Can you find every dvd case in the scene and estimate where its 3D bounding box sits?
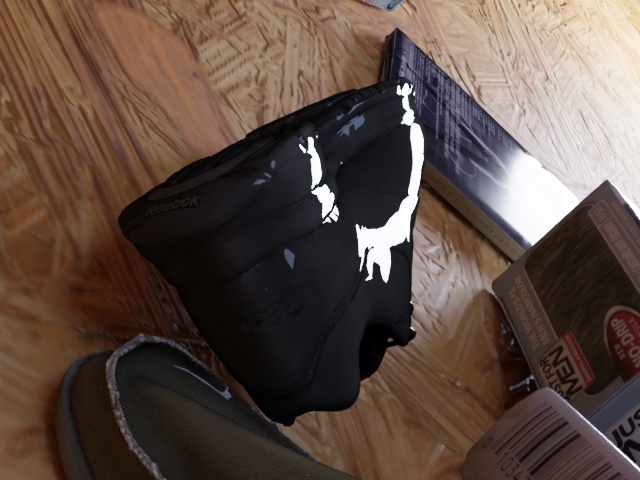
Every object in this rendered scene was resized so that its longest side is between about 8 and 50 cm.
[{"bbox_3d":[0.127,-0.054,0.909,0.221,0.018,0.164,40,29,-19],"label":"dvd case"}]

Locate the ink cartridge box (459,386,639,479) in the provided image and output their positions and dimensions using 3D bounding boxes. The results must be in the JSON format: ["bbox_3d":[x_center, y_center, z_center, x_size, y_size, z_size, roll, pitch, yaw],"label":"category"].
[{"bbox_3d":[0.205,0.216,0.418,0.307,0.072,0.303,44,0,-16],"label":"ink cartridge box"}]

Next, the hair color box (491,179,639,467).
[{"bbox_3d":[0.293,0.143,0.786,0.374,0.113,0.185,38,18,-22],"label":"hair color box"}]

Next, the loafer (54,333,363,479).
[{"bbox_3d":[0.008,0.113,0.428,0.251,0.087,0.094,41,24,17],"label":"loafer"}]

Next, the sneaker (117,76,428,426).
[{"bbox_3d":[0.000,0.000,0.591,0.130,0.109,0.286,65,24,-8],"label":"sneaker"}]

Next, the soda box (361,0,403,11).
[{"bbox_3d":[0.092,-0.263,0.929,0.063,0.183,0.058,5,53,-56],"label":"soda box"}]
